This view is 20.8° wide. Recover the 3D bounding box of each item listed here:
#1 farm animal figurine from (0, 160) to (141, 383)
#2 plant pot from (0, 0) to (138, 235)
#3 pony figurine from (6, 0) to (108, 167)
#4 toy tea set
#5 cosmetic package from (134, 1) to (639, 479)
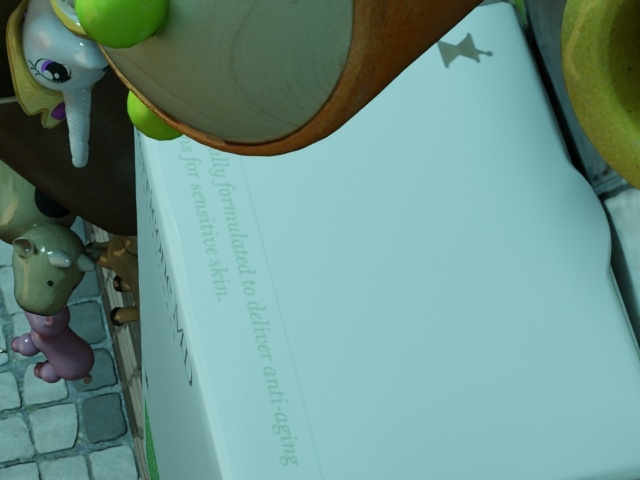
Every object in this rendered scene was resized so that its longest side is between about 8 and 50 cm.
[{"bbox_3d":[-0.243,-0.015,1.578,0.172,0.330,0.327,-2,98,42],"label":"farm animal figurine"},{"bbox_3d":[-0.185,-0.115,1.420,0.230,0.215,0.215,65,-178,-48],"label":"plant pot"},{"bbox_3d":[-0.162,-0.239,1.071,0.363,0.302,0.351,-22,89,63],"label":"pony figurine"},{"bbox_3d":[0.023,-0.144,0.345,0.200,0.124,0.336,15,122,35],"label":"toy tea set"},{"bbox_3d":[0.012,0.090,0.741,0.365,0.155,0.197,96,161,-60],"label":"cosmetic package"}]
